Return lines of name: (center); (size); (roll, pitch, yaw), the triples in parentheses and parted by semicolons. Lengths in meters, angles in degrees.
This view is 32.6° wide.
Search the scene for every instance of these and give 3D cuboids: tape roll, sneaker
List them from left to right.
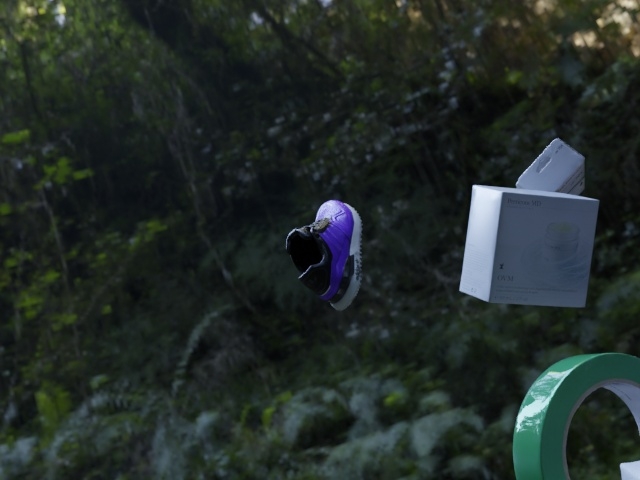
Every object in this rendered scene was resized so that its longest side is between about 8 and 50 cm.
sneaker: (0.001, 0.000, 2.210); (0.146, 0.293, 0.102); (27, -57, -24)
tape roll: (0.466, 0.345, 1.785); (0.321, 0.321, 0.077); (-7, -4, -27)

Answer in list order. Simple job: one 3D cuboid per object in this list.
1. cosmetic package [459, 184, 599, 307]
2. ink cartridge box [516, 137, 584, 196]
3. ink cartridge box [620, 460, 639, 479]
cosmetic package: (0.421, 0.011, 2.206); (0.224, 0.224, 0.138); (4, 5, -20)
ink cartridge box: (0.504, -0.119, 2.389); (0.139, 0.082, 0.190); (-47, -20, -4)
ink cartridge box: (0.574, 0.371, 1.378); (0.279, 0.160, 0.385); (-10, 1, -2)
